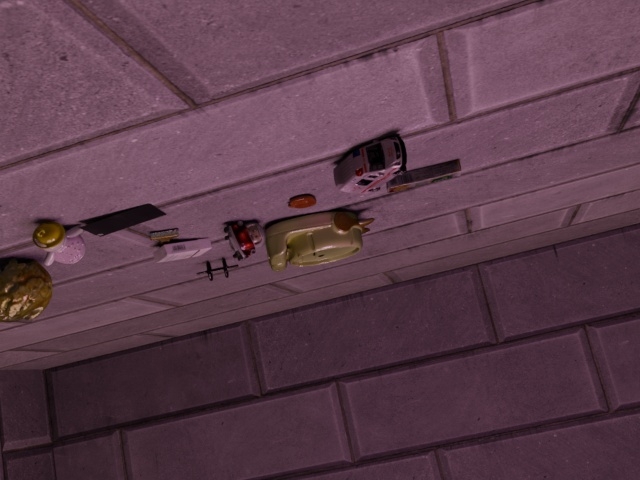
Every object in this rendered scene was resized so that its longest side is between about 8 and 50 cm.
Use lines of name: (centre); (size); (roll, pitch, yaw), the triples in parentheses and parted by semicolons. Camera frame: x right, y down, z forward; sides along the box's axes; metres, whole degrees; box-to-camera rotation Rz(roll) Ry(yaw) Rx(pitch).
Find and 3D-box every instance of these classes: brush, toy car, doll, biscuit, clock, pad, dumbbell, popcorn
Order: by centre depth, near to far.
toy car: (0.117, -0.177, 1.613); (0.108, 0.089, 0.210); (0, 166, -25)
doll: (-0.645, 0.007, 1.697); (0.129, 0.081, 0.207); (-47, 166, -7)
pad: (-0.498, -0.050, 1.739); (0.193, 0.004, 0.116); (-17, 167, 6)
popcorn: (-0.858, 0.136, 1.900); (0.213, 0.197, 0.198); (11, 169, 9)
biscuit: (-0.053, -0.107, 1.904); (0.078, 0.015, 0.091); (-13, 167, 11)
brush: (-0.457, 0.004, 2.012); (0.083, 0.010, 0.218); (-9, 166, -15)
toy car: (-0.216, -0.006, 2.019); (0.112, 0.112, 0.139); (-26, 180, -13)
clock: (0.000, 0.000, 2.175); (0.349, 0.117, 0.286); (-11, 167, -4)
dumbbell: (-0.357, 0.102, 2.381); (0.147, 0.069, 0.069); (-12, 167, -3)

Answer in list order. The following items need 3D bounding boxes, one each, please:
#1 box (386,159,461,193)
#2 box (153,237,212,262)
box: (0.280, -0.173, 1.871); (0.207, 0.041, 0.050); (-13, 164, 4)
box: (-0.415, 0.030, 2.069); (0.154, 0.040, 0.084); (-11, 166, -40)
